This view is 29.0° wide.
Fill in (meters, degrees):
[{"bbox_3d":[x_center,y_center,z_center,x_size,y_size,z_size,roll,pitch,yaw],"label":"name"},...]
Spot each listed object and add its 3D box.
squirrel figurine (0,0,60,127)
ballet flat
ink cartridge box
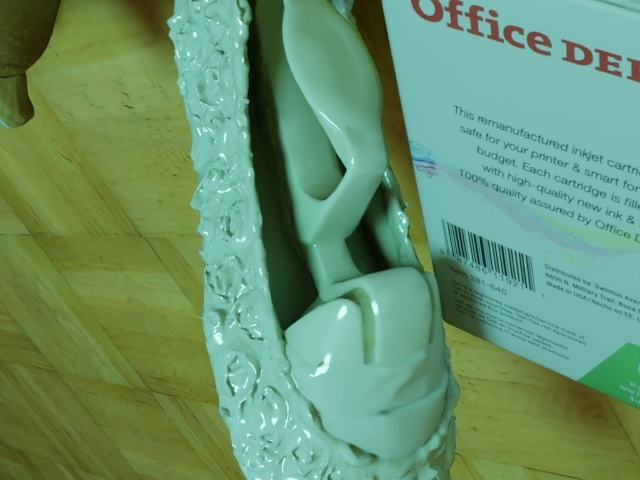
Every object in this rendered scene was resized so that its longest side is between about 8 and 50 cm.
[{"bbox_3d":[-0.320,-0.231,0.844,0.371,0.397,0.281,19,106,9],"label":"squirrel figurine"},{"bbox_3d":[0.000,0.000,0.715,0.147,0.147,0.408,-31,72,60],"label":"ballet flat"},{"bbox_3d":[0.156,-0.047,0.637,0.201,0.117,0.278,23,146,33],"label":"ink cartridge box"}]
